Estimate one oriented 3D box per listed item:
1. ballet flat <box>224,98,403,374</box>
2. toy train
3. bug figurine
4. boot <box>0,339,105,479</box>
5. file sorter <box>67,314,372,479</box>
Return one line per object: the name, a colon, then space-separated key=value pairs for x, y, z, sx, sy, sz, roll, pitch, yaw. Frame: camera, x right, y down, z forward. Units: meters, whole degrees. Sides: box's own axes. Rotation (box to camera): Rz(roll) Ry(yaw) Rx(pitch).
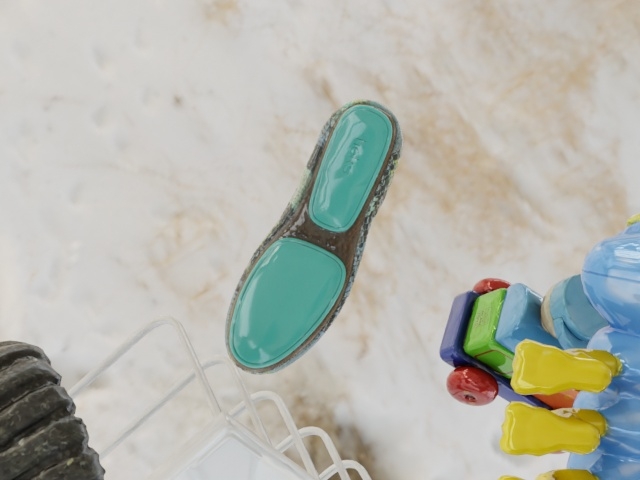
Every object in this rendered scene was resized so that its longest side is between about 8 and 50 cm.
ballet flat: x=0.000 y=0.000 z=0.948 sx=0.070 sy=0.188 sz=0.070 roll=30 pitch=2 yaw=-1
toy train: x=0.230 y=0.113 z=1.189 sx=0.248 sy=0.143 sz=0.105 roll=33 pitch=59 yaw=-23
bug figurine: x=0.164 y=0.101 z=0.379 sx=0.279 sy=0.216 sz=0.072 roll=12 pitch=5 yaw=-7
boot: x=-0.182 y=0.241 z=0.650 sx=0.260 sy=0.131 sz=0.348 roll=-19 pitch=103 yaw=-26
file sorter: x=-0.081 y=0.223 z=1.212 sx=0.277 sy=0.193 sz=0.173 roll=42 pitch=10 yaw=-37
